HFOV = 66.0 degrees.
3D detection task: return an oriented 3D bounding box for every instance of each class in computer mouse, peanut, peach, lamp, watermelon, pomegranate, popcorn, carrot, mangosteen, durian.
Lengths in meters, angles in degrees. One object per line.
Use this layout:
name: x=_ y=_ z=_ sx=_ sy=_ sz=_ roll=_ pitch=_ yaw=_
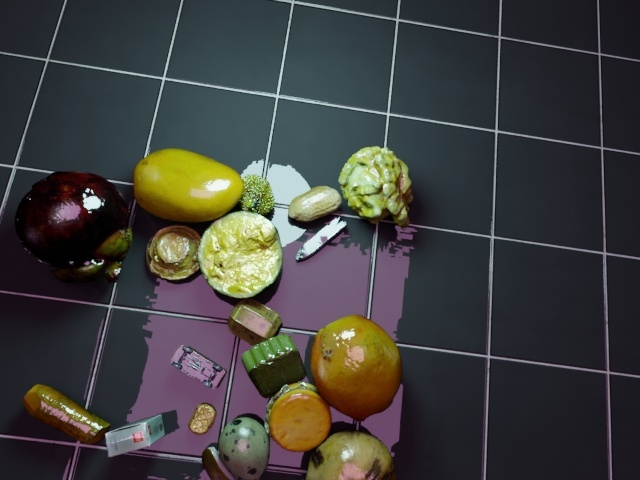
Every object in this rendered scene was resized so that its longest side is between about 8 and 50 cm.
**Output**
computer mouse: x=-0.355 y=0.825 z=1.745 sx=0.199 sy=0.102 sz=0.045 roll=52 pitch=39 yaw=8
peanut: x=-0.027 y=-0.149 z=2.006 sx=0.224 sy=0.129 sz=0.129 roll=-18 pitch=78 yaw=-8
peach: x=0.135 y=0.451 z=1.772 sx=0.289 sy=0.372 sz=0.373 roll=-29 pitch=77 yaw=27
lamp: x=-0.246 y=0.311 z=1.850 sx=0.185 sy=0.161 sz=0.161 roll=29 pitch=75 yaw=9
watermelon: x=-0.295 y=0.069 z=1.895 sx=0.330 sy=0.189 sz=0.331 roll=-2 pitch=72 yaw=7
pomegranate: x=0.104 y=0.813 z=1.689 sx=0.322 sy=0.322 sz=0.322 roll=1 pitch=75 yaw=-5
popcorn: x=0.222 y=-0.209 z=1.962 sx=0.279 sy=0.274 sz=0.336 roll=2 pitch=118 yaw=21
carrot: x=-0.898 y=0.617 z=1.737 sx=0.301 sy=0.114 sz=0.114 roll=31 pitch=75 yaw=1
mangosteen: x=-0.881 y=-0.049 z=1.800 sx=0.380 sy=0.421 sz=0.381 roll=-8 pitch=38 yaw=6
durian: x=-0.264 y=-0.168 z=1.972 sx=0.146 sy=0.159 sz=0.198 roll=-15 pitch=63 yaw=23

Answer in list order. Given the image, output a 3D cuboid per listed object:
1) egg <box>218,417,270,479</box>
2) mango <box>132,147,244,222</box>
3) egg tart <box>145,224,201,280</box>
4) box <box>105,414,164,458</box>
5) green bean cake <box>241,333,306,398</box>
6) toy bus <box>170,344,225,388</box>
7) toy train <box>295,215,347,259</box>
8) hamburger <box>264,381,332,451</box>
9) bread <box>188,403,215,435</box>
egg: x=-0.262 y=0.737 z=1.730 sx=0.177 sy=0.177 sz=0.228 roll=-21 pitch=95 yaw=-10
mango: x=-0.509 y=-0.208 z=1.892 sx=0.445 sy=0.232 sz=0.300 roll=10 pitch=54 yaw=12
egg tart: x=-0.568 y=0.041 z=1.919 sx=0.241 sy=0.106 sz=0.241 roll=1 pitch=72 yaw=-2
box: x=-0.623 y=0.657 z=1.668 sx=0.135 sy=0.269 sz=0.079 roll=-13 pitch=78 yaw=-10
green bean cake: x=-0.167 y=0.456 z=1.791 sx=0.200 sy=0.214 sz=0.113 roll=-23 pitch=42 yaw=-11
toy bus: x=-0.452 y=0.468 z=1.826 sx=0.194 sy=0.088 sz=0.083 roll=31 pitch=75 yaw=1
toy train: x=0.000 y=0.000 z=2.010 sx=0.252 sy=0.048 sz=0.055 roll=-39 pitch=72 yaw=-7
hamburger: x=-0.081 y=0.621 z=1.769 sx=0.246 sy=0.170 sz=0.246 roll=-1 pitch=97 yaw=-7
bread: x=-0.431 y=0.654 z=1.801 sx=0.083 sy=0.044 sz=0.111 roll=25 pitch=72 yaw=0
